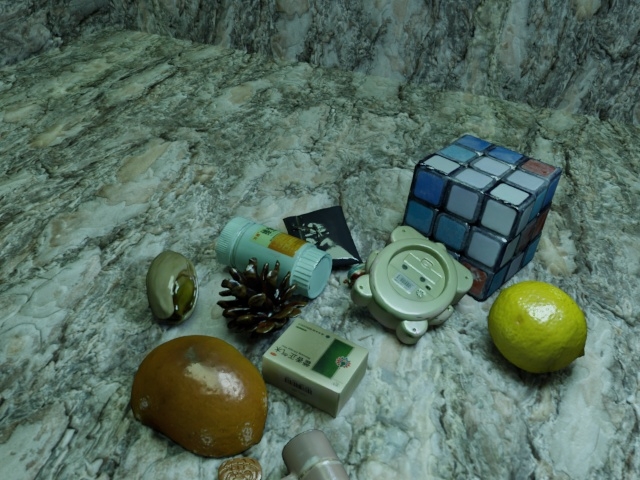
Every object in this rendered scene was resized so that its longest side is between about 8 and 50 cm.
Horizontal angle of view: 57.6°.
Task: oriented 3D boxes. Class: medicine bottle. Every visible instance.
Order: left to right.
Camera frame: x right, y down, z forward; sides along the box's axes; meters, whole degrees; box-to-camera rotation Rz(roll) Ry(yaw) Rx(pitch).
[{"bbox_3d":[-0.132,0.051,1.703,0.318,0.158,0.158,22,38,23],"label":"medicine bottle"}]

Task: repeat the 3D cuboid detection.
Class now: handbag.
[{"bbox_3d":[0.000,0.000,1.844,0.211,0.089,0.254,-11,51,-8],"label":"handbag"}]

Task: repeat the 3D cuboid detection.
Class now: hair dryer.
[{"bbox_3d":[-0.103,0.520,1.122,0.344,0.107,0.189,-19,43,-18],"label":"hair dryer"}]

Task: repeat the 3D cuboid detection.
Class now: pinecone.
[{"bbox_3d":[-0.164,0.148,1.533,0.228,0.201,0.202,-16,-10,10],"label":"pinecone"}]

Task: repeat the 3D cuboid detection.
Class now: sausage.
[{"bbox_3d":[0.179,0.087,1.775,0.264,0.083,0.083,-17,41,-27],"label":"sausage"}]

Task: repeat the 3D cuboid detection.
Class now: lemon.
[{"bbox_3d":[0.552,0.220,1.509,0.228,0.228,0.253,-23,39,-34],"label":"lemon"}]

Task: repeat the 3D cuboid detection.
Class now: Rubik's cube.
[{"bbox_3d":[0.489,-0.085,1.831,0.362,0.359,0.363,27,38,29],"label":"Rubik's cube"}]

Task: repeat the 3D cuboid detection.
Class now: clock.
[{"bbox_3d":[0.253,0.125,1.650,0.284,0.114,0.309,39,55,12],"label":"clock"}]

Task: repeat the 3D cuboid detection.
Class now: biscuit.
[{"bbox_3d":[-0.166,0.486,1.208,0.091,0.015,0.078,-4,36,-13],"label":"biscuit"}]

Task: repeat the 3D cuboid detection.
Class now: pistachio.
[{"bbox_3d":[-0.408,0.125,1.590,0.137,0.153,0.238,32,20,-39],"label":"pistachio"}]

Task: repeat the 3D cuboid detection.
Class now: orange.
[{"bbox_3d":[-0.280,0.341,1.337,0.310,0.274,0.274,-6,21,43],"label":"orange"}]

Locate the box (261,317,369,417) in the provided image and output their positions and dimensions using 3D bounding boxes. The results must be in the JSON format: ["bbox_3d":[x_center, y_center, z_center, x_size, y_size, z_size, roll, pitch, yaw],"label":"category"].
[{"bbox_3d":[-0.012,0.305,1.421,0.212,0.095,0.168,21,40,21],"label":"box"}]
